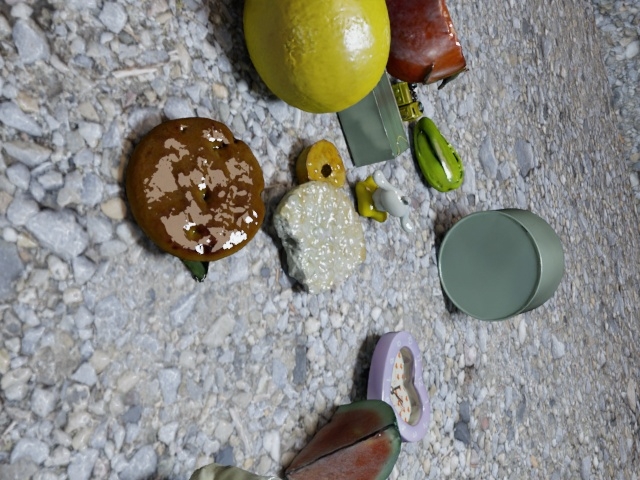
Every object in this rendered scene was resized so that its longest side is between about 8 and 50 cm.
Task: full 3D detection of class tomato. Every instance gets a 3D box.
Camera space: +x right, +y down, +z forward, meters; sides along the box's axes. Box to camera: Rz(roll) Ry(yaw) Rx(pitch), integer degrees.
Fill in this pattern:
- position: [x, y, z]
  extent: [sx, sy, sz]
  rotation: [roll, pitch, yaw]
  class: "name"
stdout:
- position: [0.161, -0.419, 1.826]
  extent: [0.309, 0.170, 0.309]
  rotation: [-25, 90, -85]
  class: "tomato"

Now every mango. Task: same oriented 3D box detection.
- position: [0.237, -0.176, 1.964]
  extent: [0.091, 0.074, 0.165]
  rotation: [-27, 92, -50]
  class: "mango"

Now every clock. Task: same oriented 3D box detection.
- position: [0.124, 0.265, 1.681]
  extent: [0.172, 0.064, 0.198]
  rotation: [-15, 94, -57]
  class: "clock"

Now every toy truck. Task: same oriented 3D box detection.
- position: [0.171, -0.279, 1.909]
  extent: [0.054, 0.049, 0.083]
  rotation: [-26, 103, -55]
  class: "toy truck"

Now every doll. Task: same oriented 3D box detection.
- position: [0.113, -0.075, 1.712]
  extent: [0.071, 0.113, 0.135]
  rotation: [-50, 146, -26]
  class: "doll"

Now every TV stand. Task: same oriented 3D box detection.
- position: [0.074, -0.275, 1.723]
  extent: [0.083, 0.088, 0.270]
  rotation: [-37, 113, -55]
  class: "TV stand"

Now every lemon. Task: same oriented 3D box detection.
- position: [-0.006, -0.331, 1.490]
  extent: [0.263, 0.236, 0.236]
  rotation: [62, 36, -9]
  class: "lemon"

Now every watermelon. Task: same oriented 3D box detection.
- position: [0.053, 0.345, 1.482]
  extent: [0.136, 0.207, 0.202]
  rotation: [49, 55, 0]
  class: "watermelon"

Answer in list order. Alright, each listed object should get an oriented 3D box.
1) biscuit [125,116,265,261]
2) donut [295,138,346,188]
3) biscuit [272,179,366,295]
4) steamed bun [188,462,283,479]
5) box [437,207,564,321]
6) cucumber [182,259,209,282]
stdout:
- position: [-0.166, -0.072, 1.298]
  extent: [0.212, 0.036, 0.212]
  rotation: [11, 71, -33]
  class: "biscuit"
- position: [-0.003, -0.120, 1.609]
  extent: [0.108, 0.043, 0.097]
  rotation: [-22, 100, -55]
  class: "donut"
- position: [0.000, 0.000, 1.557]
  extent: [0.265, 0.040, 0.188]
  rotation: [36, 66, -51]
  class: "biscuit"
- position: [-0.137, 0.372, 1.194]
  extent: [0.211, 0.144, 0.218]
  rotation: [28, 89, -42]
  class: "steamed bun"
- position: [0.377, 0.047, 1.972]
  extent: [0.149, 0.226, 0.226]
  rotation: [-6, 87, -57]
  class: "box"
- position: [-0.168, -0.057, 1.346]
  extent: [0.070, 0.046, 0.220]
  rotation: [26, 61, -42]
  class: "cucumber"
